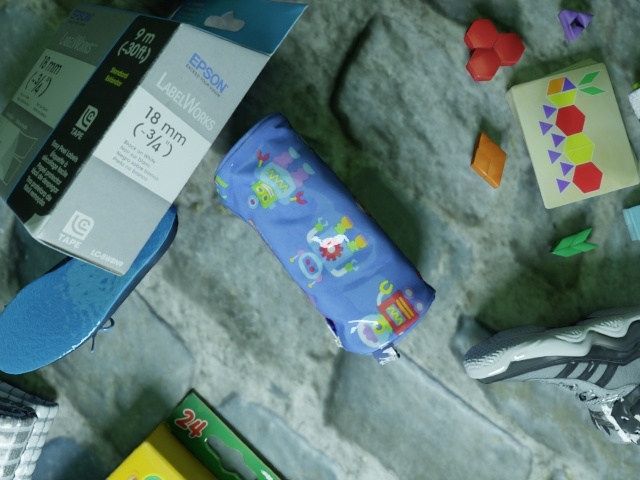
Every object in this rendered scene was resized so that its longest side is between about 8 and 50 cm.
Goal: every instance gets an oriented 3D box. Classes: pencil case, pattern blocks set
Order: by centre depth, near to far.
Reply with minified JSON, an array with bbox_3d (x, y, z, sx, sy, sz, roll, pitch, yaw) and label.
[{"bbox_3d":[0.000,0.000,0.588,0.133,0.119,0.306,-40,90,4],"label":"pencil case"},{"bbox_3d":[0.334,-0.144,0.658,0.285,0.026,0.325,-7,87,-4],"label":"pattern blocks set"}]

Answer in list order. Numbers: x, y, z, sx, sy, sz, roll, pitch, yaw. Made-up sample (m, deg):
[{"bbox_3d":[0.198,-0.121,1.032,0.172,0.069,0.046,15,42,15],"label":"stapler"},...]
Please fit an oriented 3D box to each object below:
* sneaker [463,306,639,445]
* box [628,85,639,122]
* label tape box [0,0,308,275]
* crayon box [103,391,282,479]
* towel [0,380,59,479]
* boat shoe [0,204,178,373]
[{"bbox_3d":[0.316,0.175,0.601,0.268,0.101,0.153,-11,85,-6],"label":"sneaker"},{"bbox_3d":[0.546,-0.176,0.597,0.247,0.142,0.164,-25,90,-13],"label":"box"},{"bbox_3d":[-0.205,-0.166,0.530,0.240,0.106,0.334,28,84,39],"label":"label tape box"},{"bbox_3d":[-0.201,0.367,0.576,0.202,0.081,0.318,43,85,0],"label":"crayon box"},{"bbox_3d":[-0.480,0.255,0.548,0.283,0.121,0.235,18,85,-2],"label":"towel"},{"bbox_3d":[-0.261,0.058,0.588,0.258,0.089,0.109,-39,91,-8],"label":"boat shoe"}]
